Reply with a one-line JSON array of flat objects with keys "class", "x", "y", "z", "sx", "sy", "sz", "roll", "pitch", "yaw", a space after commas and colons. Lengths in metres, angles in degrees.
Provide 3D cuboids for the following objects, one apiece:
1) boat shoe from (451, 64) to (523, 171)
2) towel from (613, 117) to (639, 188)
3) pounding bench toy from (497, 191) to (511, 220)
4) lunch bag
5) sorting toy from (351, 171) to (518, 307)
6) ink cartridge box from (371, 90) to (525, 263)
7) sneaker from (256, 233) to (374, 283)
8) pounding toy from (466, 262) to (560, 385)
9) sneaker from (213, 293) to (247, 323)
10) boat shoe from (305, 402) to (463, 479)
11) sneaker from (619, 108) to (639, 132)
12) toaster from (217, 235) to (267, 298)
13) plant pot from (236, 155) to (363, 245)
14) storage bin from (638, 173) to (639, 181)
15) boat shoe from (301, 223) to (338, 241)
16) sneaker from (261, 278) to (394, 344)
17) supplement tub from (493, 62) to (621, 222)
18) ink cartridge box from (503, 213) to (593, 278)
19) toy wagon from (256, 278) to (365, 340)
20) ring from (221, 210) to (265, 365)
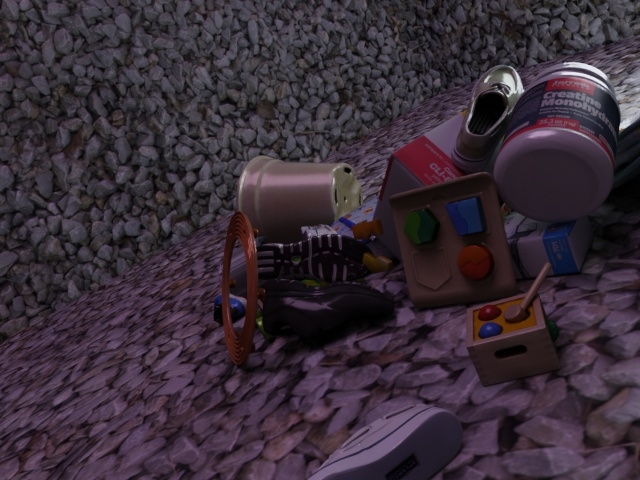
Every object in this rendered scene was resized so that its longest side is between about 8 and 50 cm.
[{"class": "boat shoe", "x": 0.346, "y": -0.263, "z": 1.154, "sx": 0.109, "sy": 0.094, "sz": 0.302, "roll": 22, "pitch": 57, "yaw": 9}, {"class": "towel", "x": 0.702, "y": -0.214, "z": 1.124, "sx": 0.321, "sy": 0.090, "sz": 0.374, "roll": -23, "pitch": -10, "yaw": -8}, {"class": "pounding bench toy", "x": 0.331, "y": -0.073, "z": 1.146, "sx": 0.052, "sy": 0.083, "sz": 0.065, "roll": -14, "pitch": 19, "yaw": 40}, {"class": "lunch bag", "x": 0.148, "y": -0.027, "z": 1.536, "sx": 0.243, "sy": 0.115, "sz": 0.303, "roll": -29, "pitch": 15, "yaw": -5}, {"class": "sorting toy", "x": 0.198, "y": 0.016, "z": 1.092, "sx": 0.307, "sy": 0.229, "sz": 0.041, "roll": -13, "pitch": 2, "yaw": 38}, {"class": "ink cartridge box", "x": 0.320, "y": -0.138, "z": 1.292, "sx": 0.385, "sy": 0.160, "sz": 0.279, "roll": -33, "pitch": -26, "yaw": -23}, {"class": "sneaker", "x": -0.004, "y": 0.047, "z": 1.304, "sx": 0.281, "sy": 0.106, "sz": 0.162, "roll": 1, "pitch": -7, "yaw": 17}, {"class": "pounding toy", "x": 0.289, "y": 0.121, "z": 0.850, "sx": 0.141, "sy": 0.100, "sz": 0.130, "roll": -19, "pitch": 17, "yaw": 21}, {"class": "sneaker", "x": -0.268, "y": 0.186, "z": 1.577, "sx": 0.085, "sy": 0.058, "sz": 0.152, "roll": -27, "pitch": 20, "yaw": -38}, {"class": "boat shoe", "x": 0.057, "y": 0.286, "z": 0.720, "sx": 0.258, "sy": 0.095, "sz": 0.084, "roll": -20, "pitch": 8, "yaw": -23}, {"class": "sneaker", "x": 0.737, "y": -0.259, "z": 1.379, "sx": 0.296, "sy": 0.112, "sz": 0.131, "roll": -24, "pitch": 11, "yaw": -5}, {"class": "toaster", "x": -0.207, "y": 0.087, "z": 1.689, "sx": 0.146, "sy": 0.129, "sz": 0.227, "roll": -28, "pitch": 17, "yaw": 7}, {"class": "plant pot", "x": -0.044, "y": -0.117, "z": 1.826, "sx": 0.305, "sy": 0.333, "sz": 0.334, "roll": -3, "pitch": 25, "yaw": 28}, {"class": "storage bin", "x": 0.653, "y": -0.086, "z": 0.990, "sx": 0.122, "sy": 0.084, "sz": 0.180, "roll": -25, "pitch": 16, "yaw": 3}, {"class": "boat shoe", "x": 0.000, "y": 0.000, "z": 1.507, "sx": 0.088, "sy": 0.096, "sz": 0.267, "roll": -9, "pitch": -4, "yaw": -5}, {"class": "sneaker", "x": 0.011, "y": 0.152, "z": 1.197, "sx": 0.286, "sy": 0.130, "sz": 0.109, "roll": -1, "pitch": -21, "yaw": 20}, {"class": "supplement tub", "x": 0.433, "y": -0.182, "z": 1.049, "sx": 0.191, "sy": 0.191, "sz": 0.272, "roll": -12, "pitch": 35, "yaw": 40}, {"class": "ink cartridge box", "x": 0.396, "y": 0.006, "z": 1.095, "sx": 0.191, "sy": 0.082, "sz": 0.139, "roll": -10, "pitch": 22, "yaw": 39}, {"class": "toy wagon", "x": -0.051, "y": 0.123, "z": 1.431, "sx": 0.267, "sy": 0.068, "sz": 0.344, "roll": -28, "pitch": 16, "yaw": -11}, {"class": "ring", "x": -0.173, "y": 0.104, "z": 1.274, "sx": 0.032, "sy": 0.336, "sz": 0.336, "roll": 2, "pitch": 7, "yaw": -20}]
